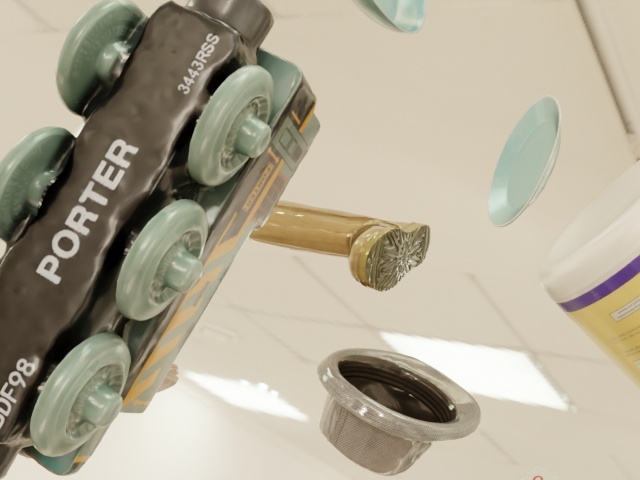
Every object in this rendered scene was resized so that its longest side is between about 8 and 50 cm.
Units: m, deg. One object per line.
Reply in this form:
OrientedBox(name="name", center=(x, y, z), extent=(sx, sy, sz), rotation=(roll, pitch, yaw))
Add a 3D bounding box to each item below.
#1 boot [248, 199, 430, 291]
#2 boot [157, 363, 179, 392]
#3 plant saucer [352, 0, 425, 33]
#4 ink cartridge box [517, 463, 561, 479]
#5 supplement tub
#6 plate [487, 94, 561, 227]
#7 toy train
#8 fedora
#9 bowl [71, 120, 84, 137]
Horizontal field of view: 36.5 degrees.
OrientedBox(name="boot", center=(0.000, 0.000, 1.429), extent=(0.269, 0.089, 0.236), rotation=(11, 9, 24))
OrientedBox(name="boot", center=(-0.354, 0.219, 1.463), extent=(0.264, 0.096, 0.280), rotation=(-20, -6, -7))
OrientedBox(name="plant saucer", center=(0.056, -0.430, 1.347), extent=(0.044, 0.317, 0.317), rotation=(-19, -37, 25))
OrientedBox(name="ink cartridge box", center=(0.223, 0.355, 1.020), extent=(0.128, 0.176, 0.127), rotation=(32, -29, 55))
OrientedBox(name="supplement tub", center=(0.429, 0.076, 1.041), extent=(0.331, 0.241, 0.241), rotation=(46, -22, 1))
OrientedBox(name="plate", center=(0.277, -0.102, 1.293), extent=(0.024, 0.188, 0.188), rotation=(21, -20, -11))
OrientedBox(name="toy train", center=(-0.119, 0.000, 0.616), extent=(0.142, 0.334, 0.190), rotation=(27, -5, 16))
OrientedBox(name="fedora", center=(0.100, 0.269, 1.469), extent=(0.244, 0.124, 0.275), rotation=(33, 17, 31))
OrientedBox(name="bowl", center=(-0.171, -0.043, 0.863), extent=(0.142, 0.142, 0.053), rotation=(39, -24, -16))
